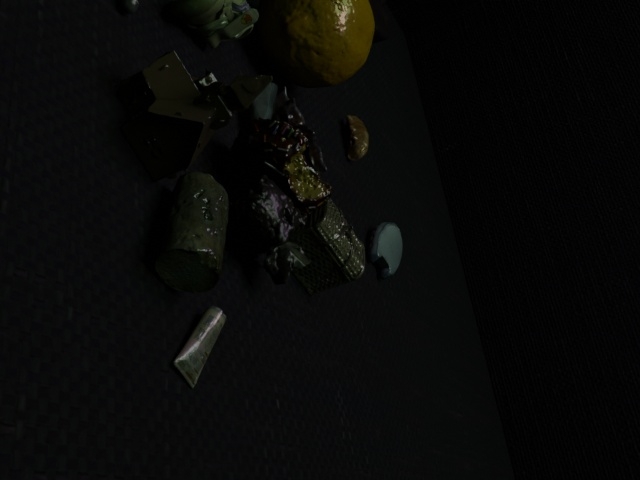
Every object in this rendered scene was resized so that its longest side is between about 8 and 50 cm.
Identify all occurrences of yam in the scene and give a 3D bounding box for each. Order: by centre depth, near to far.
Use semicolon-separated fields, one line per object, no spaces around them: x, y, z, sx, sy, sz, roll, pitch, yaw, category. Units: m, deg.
-0.206;-0.020;1.084;0.107;0.107;0.194;52;27;-40;yam

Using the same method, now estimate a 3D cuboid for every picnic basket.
0.000;0.000;1.496;0.196;0.154;0.134;55;27;-36;picnic basket

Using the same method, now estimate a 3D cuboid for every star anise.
-0.065;-0.242;1.611;0.223;0.109;0.235;82;-17;-74;star anise

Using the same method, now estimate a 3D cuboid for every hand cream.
-0.193;0.166;1.061;0.061;0.039;0.143;66;30;-31;hand cream

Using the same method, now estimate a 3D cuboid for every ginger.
0.120;-0.349;2.184;0.205;0.081;0.115;-88;-177;-59;ginger

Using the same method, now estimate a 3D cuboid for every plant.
-0.101;-0.019;1.285;0.203;0.131;0.142;56;39;-30;plant

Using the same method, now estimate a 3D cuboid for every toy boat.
0.194;0.026;2.079;0.134;0.079;0.207;50;39;-27;toy boat

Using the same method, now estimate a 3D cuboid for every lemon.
-0.013;-0.558;1.730;0.336;0.336;0.335;50;29;-42;lemon

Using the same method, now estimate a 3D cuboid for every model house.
-0.195;-0.241;1.099;0.176;0.248;0.180;60;23;-25;model house

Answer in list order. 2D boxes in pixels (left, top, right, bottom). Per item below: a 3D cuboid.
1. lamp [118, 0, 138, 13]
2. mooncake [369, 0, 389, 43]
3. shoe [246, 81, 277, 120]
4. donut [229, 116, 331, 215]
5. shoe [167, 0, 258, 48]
-0.341;-0.488;1.197;0.091;0.091;0.163;26;62;-61;lamp
0.088;-0.860;2.358;0.350;0.212;0.381;55;29;-24;mooncake
-0.152;-0.308;1.530;0.078;0.079;0.195;25;47;-14;shoe
-0.094;-0.140;1.337;0.096;0.216;0.230;-56;149;-28;donut
-0.214;-0.491;1.410;0.128;0.140;0.262;56;18;-10;shoe
